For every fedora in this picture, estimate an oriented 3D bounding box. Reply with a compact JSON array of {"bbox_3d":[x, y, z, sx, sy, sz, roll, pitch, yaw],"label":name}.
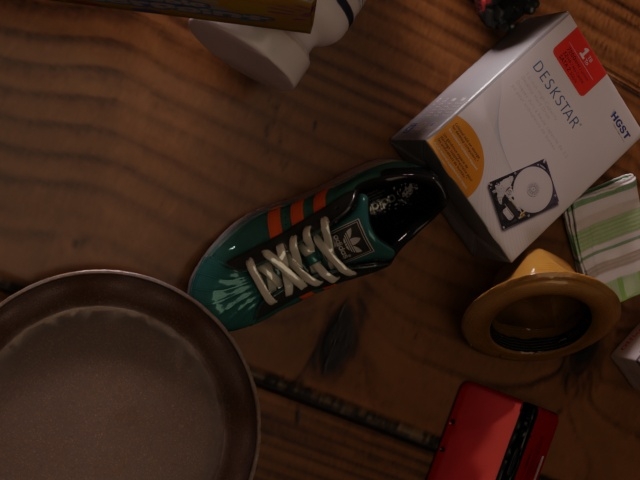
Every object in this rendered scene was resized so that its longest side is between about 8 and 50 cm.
[{"bbox_3d":[0.248,0.068,1.244,0.194,0.194,0.079,14,53,-23],"label":"fedora"}]

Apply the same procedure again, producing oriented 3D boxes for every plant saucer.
[{"bbox_3d":[-0.214,0.184,1.060,0.311,0.050,0.310,4,73,-13],"label":"plant saucer"}]

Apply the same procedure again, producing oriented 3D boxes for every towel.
[{"bbox_3d":[0.362,0.004,1.341,0.113,0.023,0.152,-20,102,-19],"label":"towel"}]

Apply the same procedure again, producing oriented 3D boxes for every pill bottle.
[{"bbox_3d":[-0.012,-0.293,1.093,0.153,0.153,0.264,35,81,-21],"label":"pill bottle"}]

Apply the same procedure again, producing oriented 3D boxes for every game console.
[{"bbox_3d":[0.209,0.256,1.303,0.124,0.085,0.144,26,84,-53],"label":"game console"}]

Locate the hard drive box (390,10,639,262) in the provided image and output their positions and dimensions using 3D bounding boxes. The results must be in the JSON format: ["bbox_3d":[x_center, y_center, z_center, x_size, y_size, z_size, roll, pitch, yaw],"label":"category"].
[{"bbox_3d":[0.226,-0.119,1.240,0.232,0.089,0.181,-43,109,-14],"label":"hard drive box"}]

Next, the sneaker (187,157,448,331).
[{"bbox_3d":[0.000,0.000,1.138,0.302,0.121,0.108,-33,105,-17],"label":"sneaker"}]

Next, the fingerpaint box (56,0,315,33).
[{"bbox_3d":[-0.202,-0.396,0.930,0.445,0.163,0.370,6,91,-1],"label":"fingerpaint box"}]

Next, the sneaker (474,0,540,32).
[{"bbox_3d":[0.194,-0.374,1.204,0.098,0.135,0.276,-23,126,-32],"label":"sneaker"}]

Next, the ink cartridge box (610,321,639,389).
[{"bbox_3d":[0.443,0.133,1.317,0.109,0.150,0.063,-44,105,-14],"label":"ink cartridge box"}]
